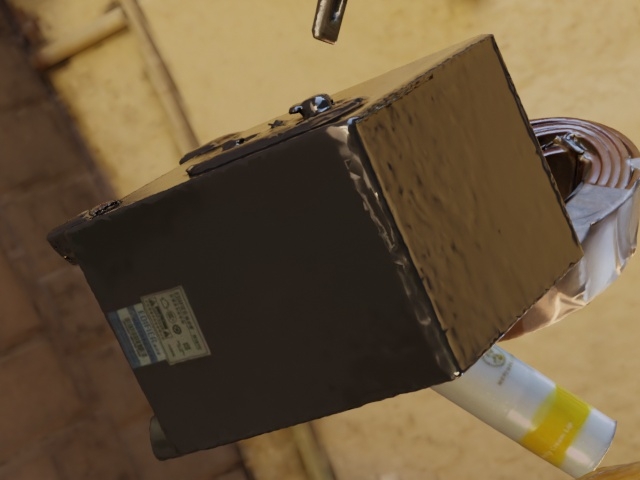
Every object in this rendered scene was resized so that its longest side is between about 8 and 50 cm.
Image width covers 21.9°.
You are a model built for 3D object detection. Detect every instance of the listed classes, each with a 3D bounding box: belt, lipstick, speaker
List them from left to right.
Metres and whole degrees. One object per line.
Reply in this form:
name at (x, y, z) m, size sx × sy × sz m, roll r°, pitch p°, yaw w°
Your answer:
speaker at (0.000, 0.000, 1.084) m, size 0.232 × 0.254 × 0.184 m, roll -35°, pitch 103°, yaw -56°
lipstick at (0.106, 0.095, 1.291) m, size 0.264 × 0.059 × 0.059 m, roll 32°, pitch 33°, yaw -2°
belt at (0.169, -0.012, 1.428) m, size 0.261 × 0.184 × 0.105 m, roll -25°, pitch 132°, yaw -30°

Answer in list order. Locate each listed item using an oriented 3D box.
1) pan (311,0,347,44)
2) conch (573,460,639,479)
pan at (0.013, -0.196, 0.653) m, size 0.202 × 0.048 × 0.128 m, roll -55°, pitch 134°, yaw -12°
conch at (0.139, 0.140, 0.698) m, size 0.093 × 0.330 × 0.109 m, roll 81°, pitch 13°, yaw -72°
